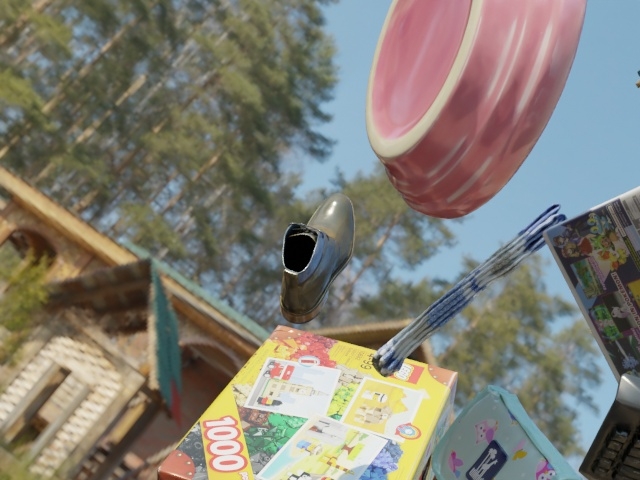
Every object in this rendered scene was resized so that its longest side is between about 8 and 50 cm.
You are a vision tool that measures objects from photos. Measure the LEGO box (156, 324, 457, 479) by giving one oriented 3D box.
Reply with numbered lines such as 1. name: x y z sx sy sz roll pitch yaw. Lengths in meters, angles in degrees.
1. LEGO box: -0.006 0.381 1.669 0.373 0.500 0.193 13 -64 15

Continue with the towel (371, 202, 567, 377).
1. towel: 0.176 0.070 1.179 0.034 0.285 0.209 50 -5 8

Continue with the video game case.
1. video game case: 0.331 0.048 0.932 0.183 0.023 0.201 -30 -95 49

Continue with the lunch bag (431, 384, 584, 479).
1. lunch bag: 0.238 0.340 1.195 0.223 0.160 0.262 -121 -150 -66

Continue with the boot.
1. boot: 0.000 0.000 1.328 0.082 0.219 0.106 13 -33 12

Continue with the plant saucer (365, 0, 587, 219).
1. plant saucer: 0.134 -0.189 0.956 0.084 0.332 0.332 14 -15 -18

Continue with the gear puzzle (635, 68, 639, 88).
1. gear puzzle: 0.542 -0.284 1.172 0.339 0.175 0.044 -21 -78 57

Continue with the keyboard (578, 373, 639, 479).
1. keyboard: 0.357 0.164 0.662 0.317 0.033 0.201 17 -48 11
